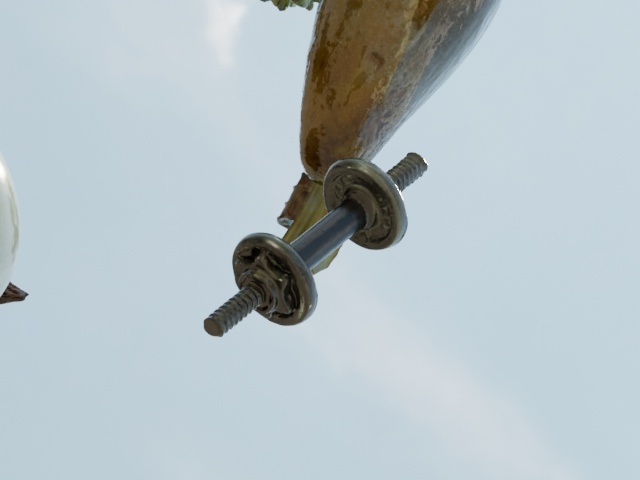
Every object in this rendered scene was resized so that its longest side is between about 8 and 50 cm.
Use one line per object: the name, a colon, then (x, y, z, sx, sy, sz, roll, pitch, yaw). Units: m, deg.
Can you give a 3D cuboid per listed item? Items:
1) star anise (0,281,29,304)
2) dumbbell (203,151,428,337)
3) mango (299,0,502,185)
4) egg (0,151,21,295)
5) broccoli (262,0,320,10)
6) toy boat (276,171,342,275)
star anise: (-0.333, 0.011, 1.505, 0.157, 0.212, 0.053, -121, -143, -76)
dumbbell: (0.000, 0.000, 1.475, 0.081, 0.254, 0.081, 27, -43, 29)
mango: (0.066, -0.195, 1.744, 0.146, 0.316, 0.193, 30, -3, 18)
egg: (-0.231, -0.019, 0.946, 0.151, 0.209, 0.151, -14, -117, 30)
broccoli: (-0.033, -0.414, 1.978, 0.324, 0.334, 0.272, 41, -11, -38)
toy boat: (-0.012, -0.017, 1.863, 0.066, 0.065, 0.172, 28, -92, 30)
